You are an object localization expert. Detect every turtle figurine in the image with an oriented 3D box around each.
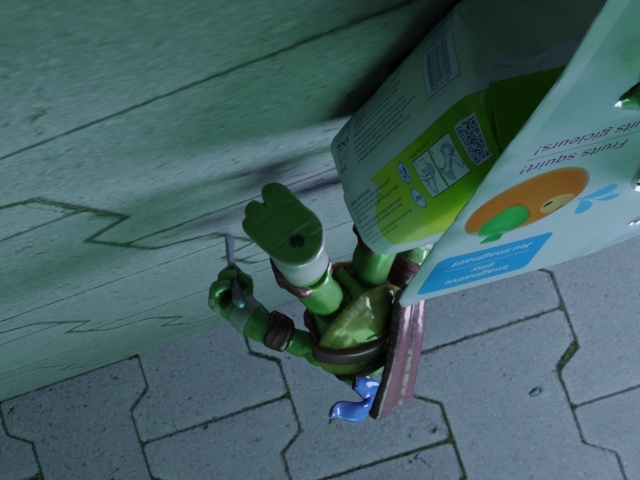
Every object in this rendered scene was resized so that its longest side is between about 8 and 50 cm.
[{"bbox_3d":[0.000,0.000,0.929,0.198,0.274,0.266,4,153,3],"label":"turtle figurine"}]

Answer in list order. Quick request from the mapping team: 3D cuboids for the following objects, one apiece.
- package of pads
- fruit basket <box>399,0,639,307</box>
[{"bbox_3d":[0.173,-0.088,0.666,0.296,0.101,0.229,-15,171,-19],"label":"package of pads"},{"bbox_3d":[0.224,-0.076,0.425,0.327,0.165,0.353,-15,152,-22],"label":"fruit basket"}]
